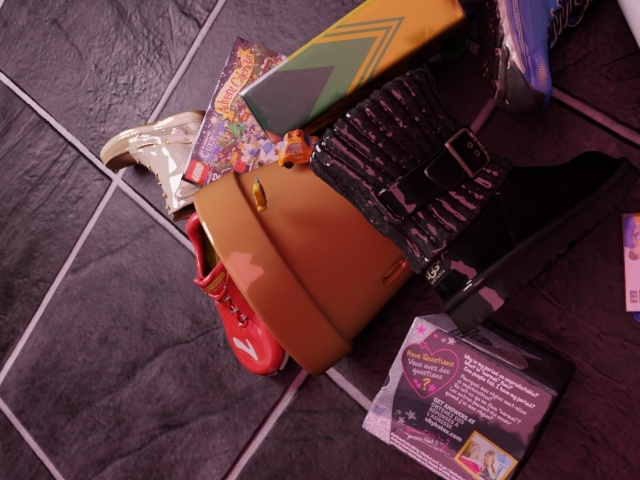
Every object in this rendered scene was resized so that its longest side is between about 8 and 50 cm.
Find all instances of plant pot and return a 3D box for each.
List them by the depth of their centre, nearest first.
[{"bbox_3d":[0.000,0.000,0.861,0.203,0.291,0.291,-35,71,1],"label":"plant pot"}]

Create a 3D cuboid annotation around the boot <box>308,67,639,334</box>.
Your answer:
[{"bbox_3d":[0.183,-0.083,0.735,0.260,0.348,0.131,50,142,14],"label":"boot"}]

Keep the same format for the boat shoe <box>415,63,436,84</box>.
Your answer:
[{"bbox_3d":[0.141,-0.197,0.923,0.049,0.040,0.142,-18,78,23],"label":"boat shoe"}]

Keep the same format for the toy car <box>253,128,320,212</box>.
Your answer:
[{"bbox_3d":[-0.035,-0.086,0.747,0.060,0.040,0.122,3,44,17],"label":"toy car"}]

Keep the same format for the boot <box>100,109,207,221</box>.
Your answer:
[{"bbox_3d":[-0.264,-0.109,1.089,0.213,0.077,0.165,-16,80,17],"label":"boot"}]

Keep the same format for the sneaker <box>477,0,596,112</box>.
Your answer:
[{"bbox_3d":[0.270,-0.299,0.790,0.147,0.129,0.330,5,66,8],"label":"sneaker"}]

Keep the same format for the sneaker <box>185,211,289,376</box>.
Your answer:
[{"bbox_3d":[-0.139,0.079,0.990,0.107,0.118,0.279,-30,73,21],"label":"sneaker"}]

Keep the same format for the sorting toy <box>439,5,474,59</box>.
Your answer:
[{"bbox_3d":[0.186,-0.305,0.918,0.061,0.042,0.102,-25,87,37],"label":"sorting toy"}]

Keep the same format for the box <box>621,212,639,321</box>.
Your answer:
[{"bbox_3d":[0.408,0.033,0.784,0.081,0.028,0.136,-3,82,25],"label":"box"}]

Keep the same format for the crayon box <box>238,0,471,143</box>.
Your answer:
[{"bbox_3d":[0.074,-0.243,0.825,0.319,0.202,0.081,-31,93,20],"label":"crayon box"}]

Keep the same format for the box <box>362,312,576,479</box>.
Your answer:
[{"bbox_3d":[0.182,0.175,0.756,0.163,0.247,0.142,28,97,25],"label":"box"}]

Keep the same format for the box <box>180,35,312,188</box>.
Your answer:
[{"bbox_3d":[-0.095,-0.169,0.999,0.159,0.044,0.233,22,95,1],"label":"box"}]

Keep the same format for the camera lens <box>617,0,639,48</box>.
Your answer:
[{"bbox_3d":[0.422,-0.288,0.670,0.219,0.219,0.274,-21,59,23],"label":"camera lens"}]
